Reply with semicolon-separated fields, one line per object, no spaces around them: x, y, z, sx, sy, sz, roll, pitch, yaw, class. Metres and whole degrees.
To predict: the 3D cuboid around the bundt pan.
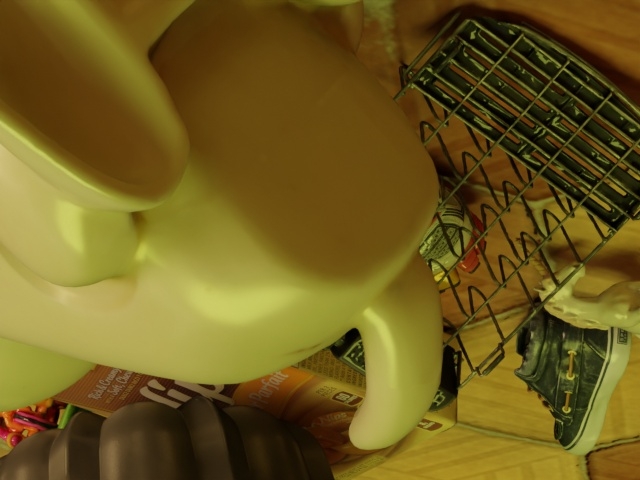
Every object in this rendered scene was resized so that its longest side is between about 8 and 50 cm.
-0.131;0.224;1.445;0.331;0.124;0.331;-8;152;-4;bundt pan

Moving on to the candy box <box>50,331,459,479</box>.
-0.067;0.097;1.467;0.316;0.087;0.183;20;147;-26;candy box

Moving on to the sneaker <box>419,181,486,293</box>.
0.000;0.000;1.310;0.225;0.088;0.093;-18;138;20;sneaker

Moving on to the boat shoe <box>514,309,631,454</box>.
0.194;0.111;1.483;0.083;0.065;0.183;7;144;0;boat shoe

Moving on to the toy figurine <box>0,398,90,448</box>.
-0.284;0.144;1.551;0.159;0.130;0.173;17;173;-1;toy figurine

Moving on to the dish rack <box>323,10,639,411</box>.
0.083;-0.021;1.198;0.208;0.074;0.271;33;111;-24;dish rack

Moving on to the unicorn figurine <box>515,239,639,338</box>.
0.236;0.045;1.358;0.111;0.060;0.162;-19;142;35;unicorn figurine

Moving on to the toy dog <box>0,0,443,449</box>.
-0.136;-0.036;1.035;0.395;0.284;0.408;44;143;-18;toy dog
